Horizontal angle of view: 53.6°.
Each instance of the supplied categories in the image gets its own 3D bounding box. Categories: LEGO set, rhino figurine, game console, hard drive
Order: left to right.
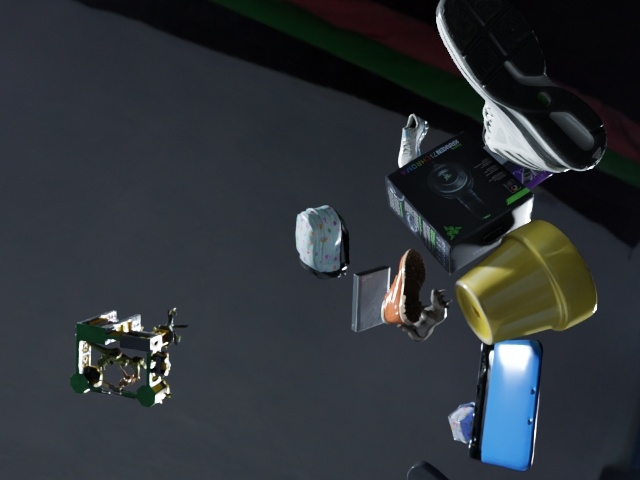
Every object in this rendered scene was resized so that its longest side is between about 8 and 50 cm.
[{"bbox_3d":[-0.529,0.322,1.792,0.332,0.254,0.192,-2,6,19],"label":"LEGO set"},{"bbox_3d":[0.112,0.128,1.412,0.094,0.135,0.022,-13,24,-36],"label":"hard drive"},{"bbox_3d":[0.360,0.247,2.126,0.106,0.243,0.073,36,32,5],"label":"rhino figurine"},{"bbox_3d":[0.469,0.399,1.533,0.174,0.292,0.250,2,-18,34],"label":"game console"}]

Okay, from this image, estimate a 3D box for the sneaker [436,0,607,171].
[{"bbox_3d":[0.361,-0.303,1.328,0.447,0.169,0.257,47,-13,-10],"label":"sneaker"}]

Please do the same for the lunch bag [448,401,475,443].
[{"bbox_3d":[0.371,0.460,1.608,0.083,0.071,0.053,-28,17,-32],"label":"lunch bag"}]

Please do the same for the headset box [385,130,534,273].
[{"bbox_3d":[0.340,-0.090,1.548,0.283,0.246,0.131,54,-11,34],"label":"headset box"}]

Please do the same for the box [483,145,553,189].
[{"bbox_3d":[0.548,-0.210,1.861,0.184,0.261,0.103,37,22,-43],"label":"box"}]

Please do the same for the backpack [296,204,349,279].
[{"bbox_3d":[0.000,0.000,1.669,0.115,0.181,0.152,-18,35,-33],"label":"backpack"}]

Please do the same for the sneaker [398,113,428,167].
[{"bbox_3d":[0.279,-0.314,2.010,0.071,0.190,0.083,6,-15,36],"label":"sneaker"}]

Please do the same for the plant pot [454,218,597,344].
[{"bbox_3d":[0.450,0.114,1.451,0.253,0.239,0.254,62,-6,11],"label":"plant pot"}]

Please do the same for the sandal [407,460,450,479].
[{"bbox_3d":[0.312,0.591,1.422,0.254,0.097,0.054,43,30,19],"label":"sandal"}]

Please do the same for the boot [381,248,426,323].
[{"bbox_3d":[0.161,0.093,1.265,0.059,0.157,0.085,27,-28,-28],"label":"boot"}]
